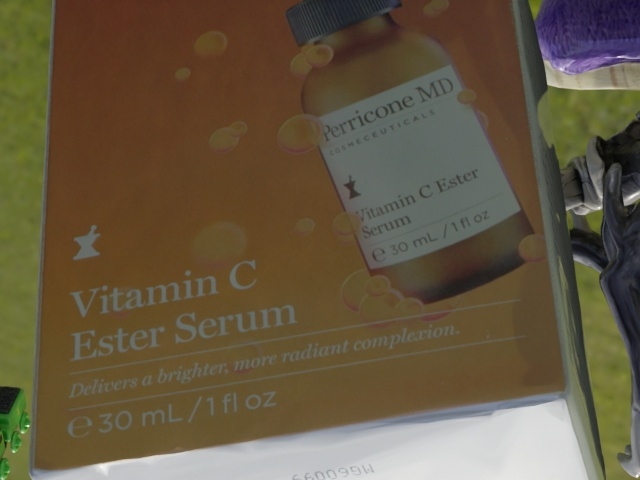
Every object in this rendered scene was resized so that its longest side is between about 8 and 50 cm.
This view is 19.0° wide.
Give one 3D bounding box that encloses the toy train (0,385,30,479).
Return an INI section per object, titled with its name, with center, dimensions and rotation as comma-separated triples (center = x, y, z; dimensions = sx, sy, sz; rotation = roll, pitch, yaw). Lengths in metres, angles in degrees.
[toy train]
center = -0.139, 0.091, 0.788
dimensions = 0.017, 0.083, 0.023
rotation = 4, 126, 9

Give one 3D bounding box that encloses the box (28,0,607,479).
[box]
center = 0.000, 0.000, 0.512
dimensions = 0.130, 0.170, 0.091
rotation = -11, 144, 10

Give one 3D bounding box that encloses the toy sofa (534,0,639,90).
[toy sofa]
center = 0.194, -0.196, 0.718
dimensions = 0.177, 0.362, 0.150
rotation = 9, 130, 14

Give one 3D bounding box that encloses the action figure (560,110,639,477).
[action figure]
center = 0.149, 0.006, 0.790
dimensions = 0.276, 0.164, 0.141
rotation = -12, 107, 53
